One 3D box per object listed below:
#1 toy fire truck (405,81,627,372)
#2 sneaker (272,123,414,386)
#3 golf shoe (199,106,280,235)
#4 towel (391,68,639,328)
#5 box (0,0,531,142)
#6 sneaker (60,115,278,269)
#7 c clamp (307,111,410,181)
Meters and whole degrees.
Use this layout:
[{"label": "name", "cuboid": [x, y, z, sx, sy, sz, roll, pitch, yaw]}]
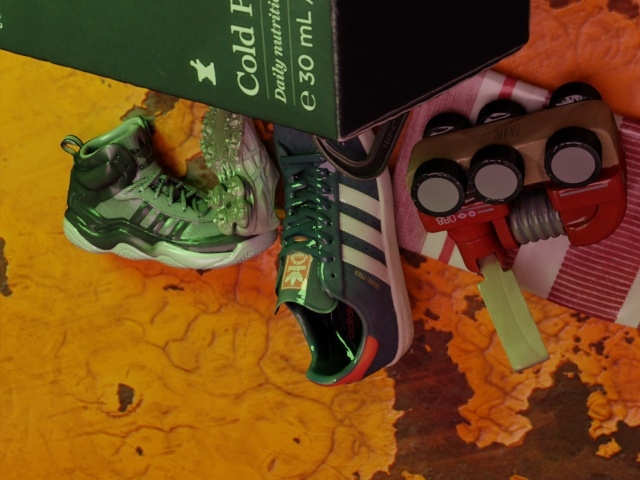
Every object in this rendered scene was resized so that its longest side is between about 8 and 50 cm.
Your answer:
[{"label": "toy fire truck", "cuboid": [0.224, -0.009, 1.438, 0.217, 0.158, 0.246, -12, 124, 20]}, {"label": "sneaker", "cuboid": [0.000, 0.000, 1.509, 0.131, 0.148, 0.350, -5, 108, 44]}, {"label": "golf shoe", "cuboid": [-0.086, -0.089, 1.555, 0.069, 0.086, 0.176, -14, 76, 42]}, {"label": "towel", "cuboid": [0.244, -0.051, 1.504, 0.329, 0.037, 0.237, 20, 120, 5]}, {"label": "box", "cuboid": [-0.085, -0.392, 1.188, 0.471, 0.297, 0.480, 19, 124, 37]}, {"label": "sneaker", "cuboid": [-0.183, -0.057, 1.588, 0.268, 0.101, 0.153, 6, 121, 17]}, {"label": "c clamp", "cuboid": [0.032, -0.148, 1.468, 0.137, 0.161, 0.022, 27, 157, -22]}]
